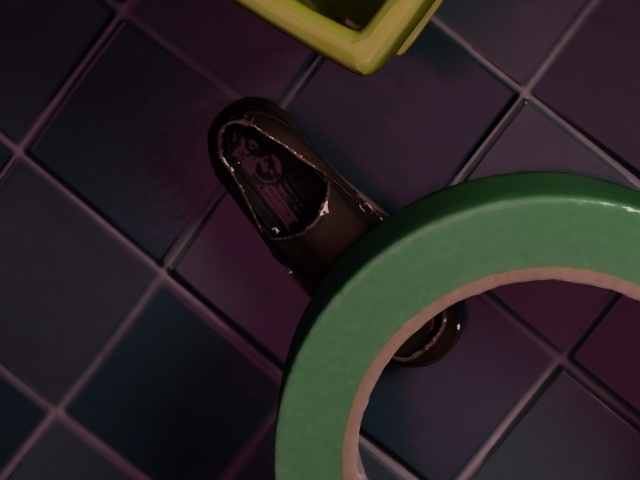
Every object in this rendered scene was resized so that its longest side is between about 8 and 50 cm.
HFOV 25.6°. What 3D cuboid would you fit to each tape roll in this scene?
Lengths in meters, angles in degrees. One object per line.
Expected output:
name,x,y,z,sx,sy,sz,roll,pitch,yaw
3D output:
tape roll,0.132,0.121,0.862,0.321,0.077,0.321,0,104,2

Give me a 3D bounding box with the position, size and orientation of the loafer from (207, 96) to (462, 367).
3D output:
loafer,0.000,0.000,0.909,0.220,0.078,0.080,44,101,4

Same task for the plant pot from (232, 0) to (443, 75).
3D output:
plant pot,0.013,-0.243,0.820,0.227,0.207,0.228,35,101,6
